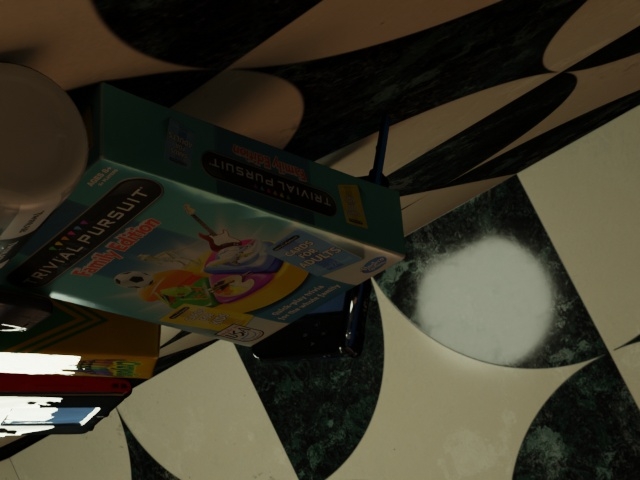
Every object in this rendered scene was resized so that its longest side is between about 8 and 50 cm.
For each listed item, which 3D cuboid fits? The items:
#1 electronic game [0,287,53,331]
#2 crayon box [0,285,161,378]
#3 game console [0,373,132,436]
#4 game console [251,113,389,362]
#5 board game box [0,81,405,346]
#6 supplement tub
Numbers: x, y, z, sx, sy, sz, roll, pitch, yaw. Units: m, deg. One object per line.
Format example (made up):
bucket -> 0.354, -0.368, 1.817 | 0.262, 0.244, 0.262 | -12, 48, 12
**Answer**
electronic game -> -0.369, 0.054, 1.172 | 0.229, 0.048, 0.229 | 5, 172, 1
crayon box -> -0.297, 0.105, 1.423 | 0.323, 0.083, 0.203 | 3, 167, -9
game console -> -0.492, 0.258, 1.913 | 0.342, 0.060, 0.386 | 7, 161, -19
game console -> 0.000, 0.000, 1.718 | 0.250, 0.293, 0.173 | -7, 146, 29
board game box -> -0.128, -0.006, 1.188 | 0.336, 0.079, 0.254 | 17, 145, -36
supplement tub -> -0.258, -0.042, 0.926 | 0.117, 0.117, 0.190 | -21, 170, -37
